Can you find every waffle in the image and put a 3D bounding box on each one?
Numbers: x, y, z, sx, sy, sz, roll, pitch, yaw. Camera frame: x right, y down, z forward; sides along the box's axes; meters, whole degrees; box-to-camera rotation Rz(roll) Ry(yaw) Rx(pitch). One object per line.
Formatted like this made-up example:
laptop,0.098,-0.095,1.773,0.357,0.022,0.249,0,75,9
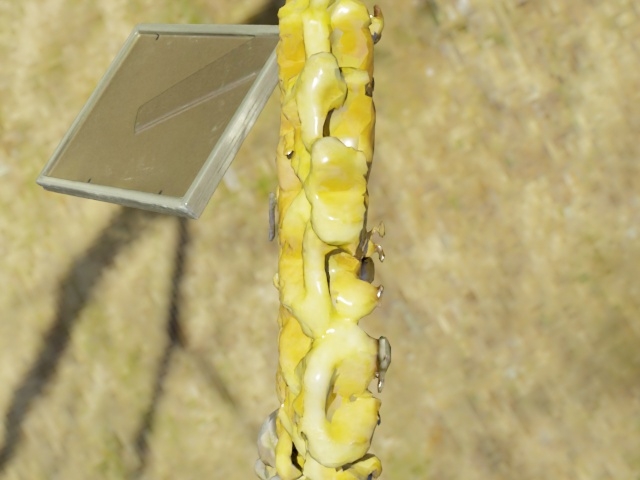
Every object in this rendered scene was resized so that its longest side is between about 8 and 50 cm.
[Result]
waffle,0.003,0.000,0.864,0.280,0.060,0.262,-111,25,-86

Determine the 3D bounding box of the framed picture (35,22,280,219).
framed picture,-0.110,-0.089,1.270,0.015,0.150,0.203,40,161,-34
